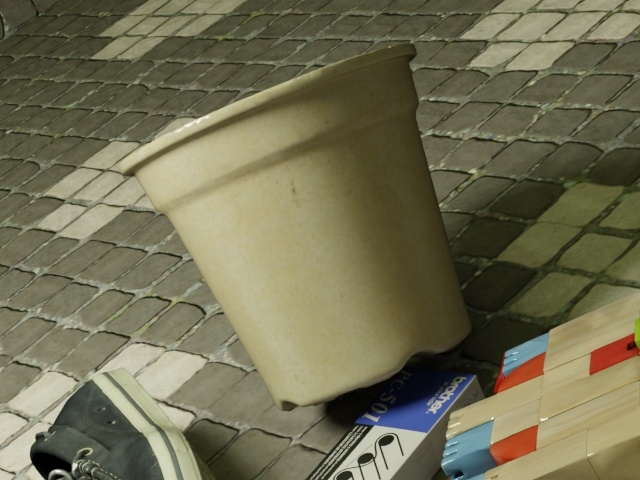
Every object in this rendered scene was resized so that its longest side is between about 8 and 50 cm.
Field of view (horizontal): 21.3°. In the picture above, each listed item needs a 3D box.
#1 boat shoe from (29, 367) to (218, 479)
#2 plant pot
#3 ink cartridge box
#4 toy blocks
[{"bbox_3d":[-0.172,0.262,1.643,0.156,0.186,0.500,-36,22,-11],"label":"boat shoe"},{"bbox_3d":[0.000,0.000,1.769,0.334,0.305,0.334,-22,0,0],"label":"plant pot"},{"bbox_3d":[0.070,0.208,1.676,0.097,0.046,0.207,3,36,42],"label":"ink cartridge box"},{"bbox_3d":[0.227,0.170,1.489,0.261,0.190,0.381,-26,15,19],"label":"toy blocks"}]
